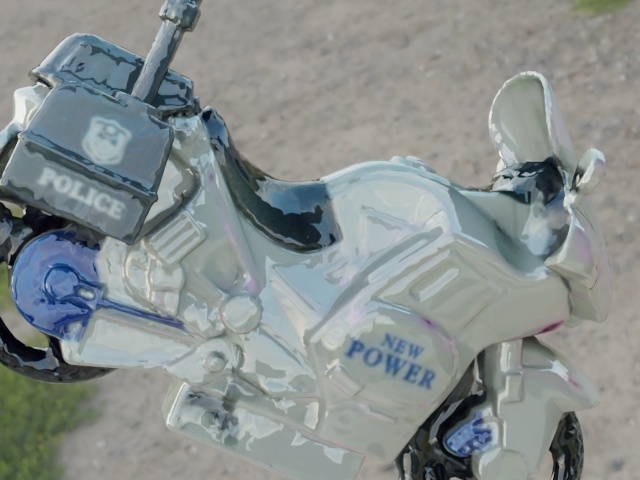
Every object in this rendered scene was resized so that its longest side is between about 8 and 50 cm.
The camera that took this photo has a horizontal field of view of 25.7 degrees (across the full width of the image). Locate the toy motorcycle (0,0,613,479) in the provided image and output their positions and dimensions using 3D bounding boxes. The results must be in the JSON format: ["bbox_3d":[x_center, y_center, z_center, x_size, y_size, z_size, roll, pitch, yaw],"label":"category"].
[{"bbox_3d":[0.000,0.000,0.438,0.102,0.221,0.150,-155,88,-78],"label":"toy motorcycle"}]
